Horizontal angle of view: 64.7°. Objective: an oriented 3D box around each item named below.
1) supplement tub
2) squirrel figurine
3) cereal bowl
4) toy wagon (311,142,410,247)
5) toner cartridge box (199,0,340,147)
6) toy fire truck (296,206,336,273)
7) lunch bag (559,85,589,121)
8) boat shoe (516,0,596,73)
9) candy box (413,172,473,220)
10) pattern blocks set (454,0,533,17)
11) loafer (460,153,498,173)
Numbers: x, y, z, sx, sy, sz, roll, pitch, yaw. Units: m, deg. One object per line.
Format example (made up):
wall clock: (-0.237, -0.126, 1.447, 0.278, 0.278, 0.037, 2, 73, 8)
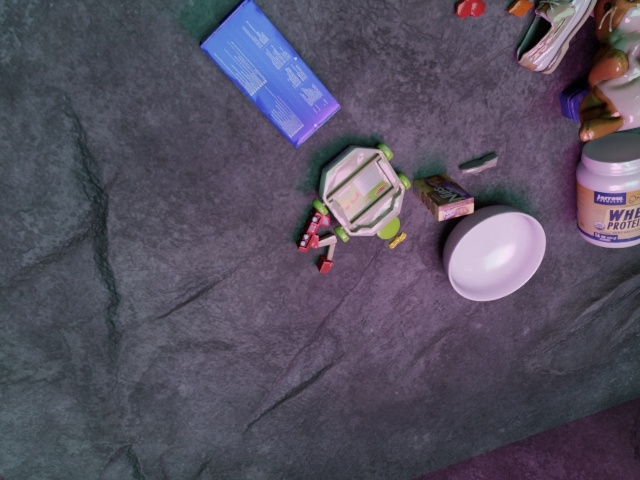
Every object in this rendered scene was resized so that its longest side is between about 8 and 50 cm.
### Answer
supplement tub: (0.945, -0.160, 1.617, 0.228, 0.228, 0.317, -22, 123, -2)
squirrel figurine: (0.823, -0.496, 1.366, 0.280, 0.397, 0.371, -11, 100, 31)
cereal bowl: (0.553, 0.026, 1.671, 0.338, 0.141, 0.339, -7, 121, -12)
toy wagon: (0.142, -0.114, 1.504, 0.267, 0.068, 0.344, -40, 122, -1)
toner cartridge box: (-0.121, -0.415, 1.271, 0.165, 0.075, 0.348, -40, 121, 11)
toy fire truck: (0.000, 0.000, 1.562, 0.135, 0.047, 0.192, 17, 113, -24)
lunch bag: (0.772, -0.407, 1.522, 0.067, 0.065, 0.098, -31, 122, 4)
boat shoe: (0.629, -0.597, 1.337, 0.103, 0.113, 0.303, 7, 124, -14)
candy box: (0.361, -0.132, 1.499, 0.109, 0.187, 0.053, -14, 122, -7)
pattern blocks set: (0.498, -0.722, 1.287, 0.324, 0.026, 0.286, -11, 122, -9)
loafer: (0.493, -0.228, 1.566, 0.125, 0.045, 0.039, -22, 129, -5)
